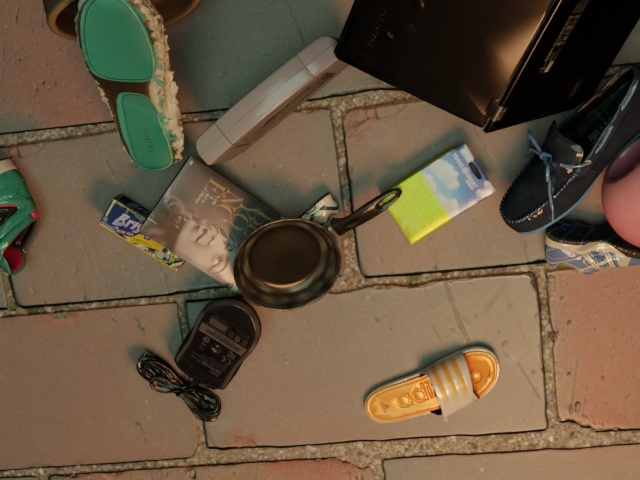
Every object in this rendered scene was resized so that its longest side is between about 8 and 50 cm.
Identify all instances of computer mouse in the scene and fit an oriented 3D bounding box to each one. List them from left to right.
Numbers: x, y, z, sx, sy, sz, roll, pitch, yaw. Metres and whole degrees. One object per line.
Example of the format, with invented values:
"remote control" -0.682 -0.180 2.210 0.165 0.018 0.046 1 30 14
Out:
"computer mouse" -0.204 0.197 1.992 0.188 0.072 0.272 37 117 -5

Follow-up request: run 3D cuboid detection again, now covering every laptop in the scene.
"laptop" 0.298 -0.388 1.640 0.236 0.408 0.382 51 138 26

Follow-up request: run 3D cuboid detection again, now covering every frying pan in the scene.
"frying pan" -0.026 -0.009 1.891 0.197 0.053 0.326 25 113 -25

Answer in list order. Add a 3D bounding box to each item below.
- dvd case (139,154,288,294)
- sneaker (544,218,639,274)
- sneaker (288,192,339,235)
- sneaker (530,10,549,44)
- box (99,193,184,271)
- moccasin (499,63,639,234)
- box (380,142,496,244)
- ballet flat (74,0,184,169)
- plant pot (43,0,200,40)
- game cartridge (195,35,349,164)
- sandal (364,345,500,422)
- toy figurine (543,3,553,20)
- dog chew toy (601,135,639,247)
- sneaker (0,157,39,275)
"dvd case" -0.188 -0.026 1.916 0.221 0.018 0.164 34 96 -18
"sneaker" 0.492 0.015 1.867 0.211 0.080 0.081 8 132 2
"sneaker" -0.013 -0.037 1.923 0.109 0.040 0.043 -38 99 14
"sneaker" 0.317 -0.356 1.799 0.192 0.064 0.086 -34 90 13
"box" -0.315 -0.015 1.956 0.169 0.054 0.059 31 104 -2
"moccasin" 0.411 -0.162 1.768 0.342 0.137 0.117 -50 137 12
"box" 0.206 -0.084 1.883 0.178 0.042 0.109 -33 98 13
"ballet flat" -0.306 -0.288 1.765 0.147 0.147 0.409 4 143 6
"plant pot" -0.348 -0.483 1.765 0.263 0.263 0.229 -17 84 10
"game cartridge" -0.075 -0.239 1.800 0.297 0.198 0.062 -38 86 13
"sandal" 0.206 0.284 1.955 0.265 0.076 0.102 -24 100 12
"toy figurine" 0.473 -0.503 1.636 0.363 0.217 0.191 -20 78 4
"dog chew toy" 0.628 -0.032 1.775 0.332 0.206 0.206 39 105 -12
"sneaker" -0.631 0.004 1.970 0.295 0.124 0.178 -38 87 12
